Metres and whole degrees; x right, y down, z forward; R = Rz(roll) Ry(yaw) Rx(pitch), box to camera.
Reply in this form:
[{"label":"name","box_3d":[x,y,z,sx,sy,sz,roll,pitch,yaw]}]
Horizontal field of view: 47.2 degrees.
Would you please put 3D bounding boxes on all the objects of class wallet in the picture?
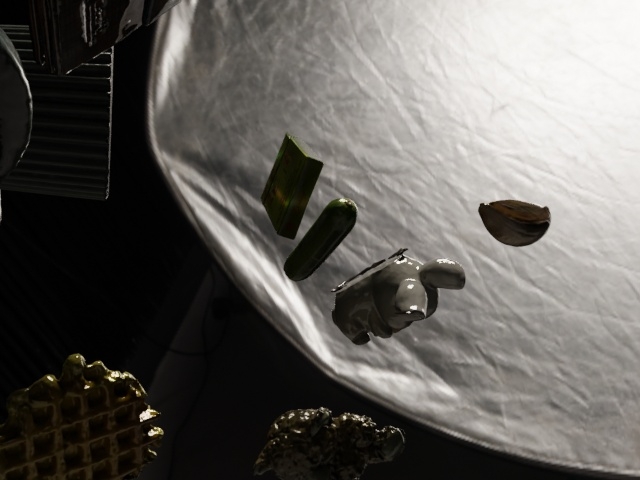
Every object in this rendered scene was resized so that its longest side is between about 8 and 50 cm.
[{"label":"wallet","box_3d":[-0.128,-0.226,0.561,0.042,0.124,0.230,36,56,7]}]

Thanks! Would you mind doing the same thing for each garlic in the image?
[{"label":"garlic","box_3d":[0.446,-0.038,1.626,0.196,0.087,0.101,-1,63,-26]}]

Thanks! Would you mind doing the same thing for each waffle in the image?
[{"label":"waffle","box_3d":[-0.414,0.346,1.201,0.312,0.307,0.060,-44,40,-17]}]

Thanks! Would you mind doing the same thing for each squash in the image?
[{"label":"squash","box_3d":[0.000,0.000,1.359,0.229,0.066,0.066,-50,15,42]}]

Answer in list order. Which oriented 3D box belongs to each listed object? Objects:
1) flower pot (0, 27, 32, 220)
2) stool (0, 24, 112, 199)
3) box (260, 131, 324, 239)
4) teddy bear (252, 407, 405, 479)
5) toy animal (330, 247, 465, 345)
[{"label":"flower pot","box_3d":[-0.414,-0.135,0.615,0.299,0.299,0.283,-27,57,-4]},{"label":"stool","box_3d":[-0.520,-0.222,1.225,0.330,0.297,0.297,2,32,-16]},{"label":"box","box_3d":[-0.068,-0.127,1.588,0.311,0.043,0.173,-121,51,-69]},{"label":"teddy bear","box_3d":[0.001,0.403,1.394,0.267,0.256,0.156,-46,53,12]},{"label":"toy animal","box_3d":[0.149,0.118,1.534,0.208,0.154,0.325,-35,2,-25]}]
